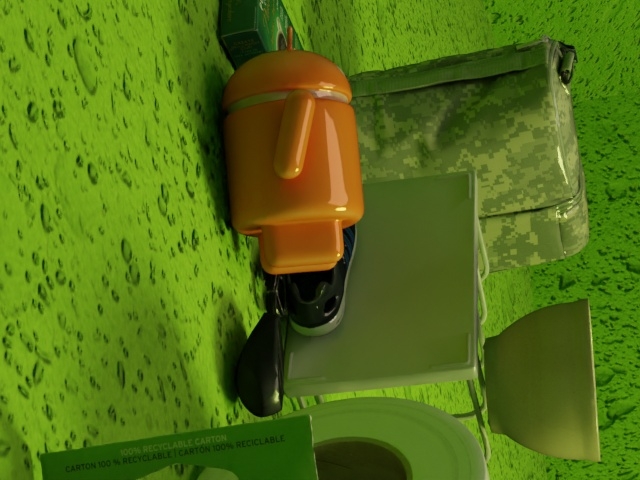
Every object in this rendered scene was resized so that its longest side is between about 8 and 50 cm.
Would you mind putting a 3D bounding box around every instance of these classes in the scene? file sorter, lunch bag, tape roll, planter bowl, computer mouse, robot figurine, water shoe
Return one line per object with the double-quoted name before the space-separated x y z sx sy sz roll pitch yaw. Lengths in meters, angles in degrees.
"file sorter" 0.082 0.091 1.691 0.278 0.192 0.173 -85 163 -44
"lunch bag" 0.171 -0.109 1.928 0.256 0.305 0.213 70 17 -44
"tape roll" 0.026 0.260 1.245 0.246 0.246 0.169 -76 155 -57
"planter bowl" 0.220 0.141 1.593 0.162 0.109 0.162 -3 90 -80
"computer mouse" -0.054 0.077 1.480 0.242 0.041 0.071 -89 174 -59
"robot figurine" -0.026 -0.082 1.480 0.158 0.128 0.220 10 71 -58
"water shoe" 0.000 0.000 1.616 0.080 0.072 0.203 82 5 -50

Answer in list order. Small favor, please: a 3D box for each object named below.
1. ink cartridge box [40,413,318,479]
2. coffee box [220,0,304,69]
"ink cartridge box" -0.086 0.240 0.919 0.097 0.188 0.255 16 65 -73
"coffee box" -0.054 -0.193 1.617 0.184 0.040 0.113 63 22 -54
